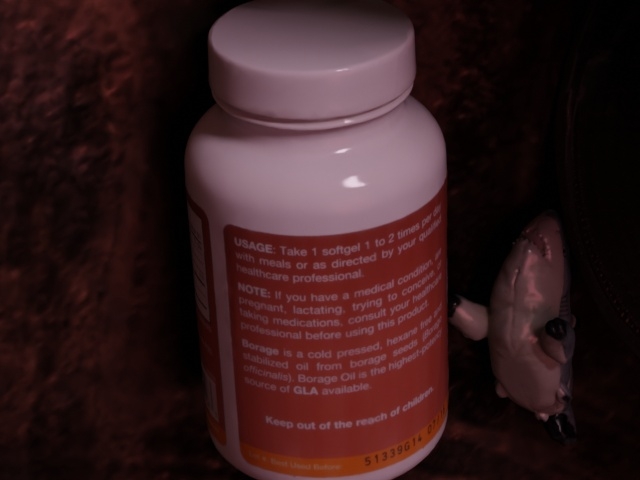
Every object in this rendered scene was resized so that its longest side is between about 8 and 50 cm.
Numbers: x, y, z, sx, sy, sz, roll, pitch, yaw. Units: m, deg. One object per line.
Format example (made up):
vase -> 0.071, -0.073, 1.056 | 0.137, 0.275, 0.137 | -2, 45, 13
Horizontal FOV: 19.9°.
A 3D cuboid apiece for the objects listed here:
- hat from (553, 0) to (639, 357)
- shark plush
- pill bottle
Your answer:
hat -> 0.249, -0.054, 0.856 | 0.331, 0.331, 0.134 | -66, 165, 15
shark plush -> 0.133, 0.061, 1.013 | 0.067, 0.073, 0.161 | -56, 132, -33
pill bottle -> 0.000, 0.000, 0.850 | 0.121, 0.121, 0.216 | -17, 124, -23
